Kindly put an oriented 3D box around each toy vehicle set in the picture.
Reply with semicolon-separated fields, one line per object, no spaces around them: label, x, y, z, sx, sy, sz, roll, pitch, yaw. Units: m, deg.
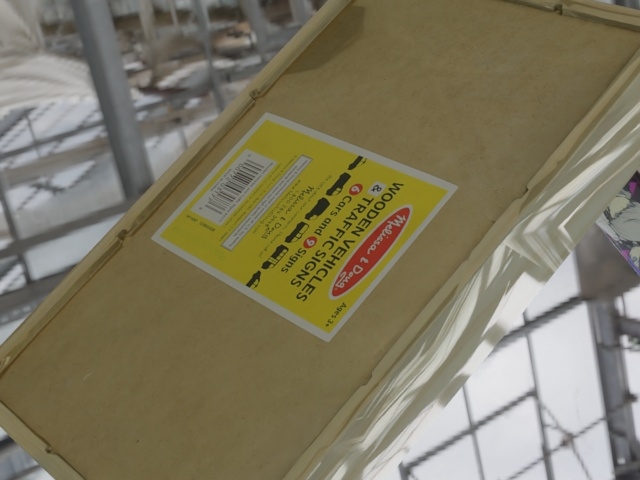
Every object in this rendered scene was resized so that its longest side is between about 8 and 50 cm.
toy vehicle set;0.000;0.000;0.429;0.267;0.035;0.166;-48;-135;-14

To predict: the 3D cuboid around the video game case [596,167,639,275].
video game case;0.250;-0.017;0.606;0.232;0.210;0.042;-37;177;-44
